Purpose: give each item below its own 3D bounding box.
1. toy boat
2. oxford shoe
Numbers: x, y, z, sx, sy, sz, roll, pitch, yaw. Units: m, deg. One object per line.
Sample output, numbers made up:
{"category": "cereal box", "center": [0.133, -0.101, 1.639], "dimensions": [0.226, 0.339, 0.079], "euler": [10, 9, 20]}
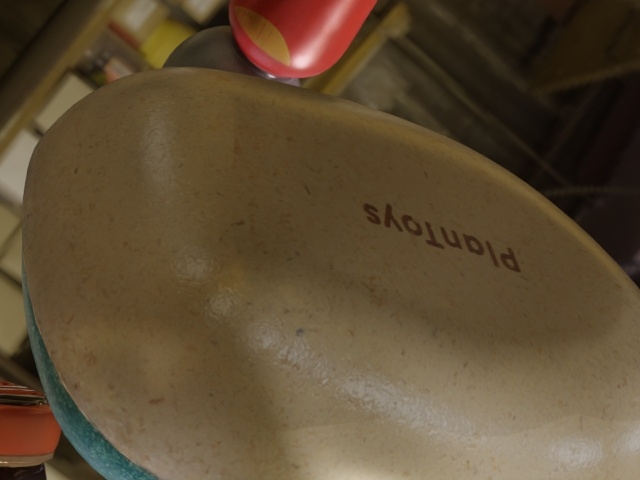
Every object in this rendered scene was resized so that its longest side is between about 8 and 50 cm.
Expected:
{"category": "toy boat", "center": [0.000, 0.000, 0.611], "dimensions": [0.148, 0.267, 0.318], "euler": [-49, -145, 32]}
{"category": "oxford shoe", "center": [-0.209, 0.108, 0.765], "dimensions": [0.271, 0.096, 0.098], "euler": [5, -92, 61]}
